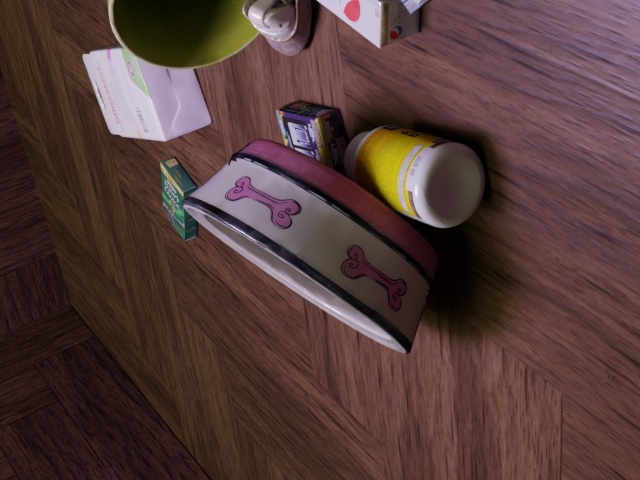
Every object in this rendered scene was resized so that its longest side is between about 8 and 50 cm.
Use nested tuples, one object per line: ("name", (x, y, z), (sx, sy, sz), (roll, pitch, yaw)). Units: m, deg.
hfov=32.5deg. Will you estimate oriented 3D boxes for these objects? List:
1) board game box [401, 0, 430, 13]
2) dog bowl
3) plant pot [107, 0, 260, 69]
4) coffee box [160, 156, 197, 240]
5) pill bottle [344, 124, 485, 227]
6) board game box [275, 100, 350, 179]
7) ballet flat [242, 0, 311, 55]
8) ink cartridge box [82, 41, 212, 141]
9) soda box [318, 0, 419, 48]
("board game box", (0.149, -0.346, 1.209), (0.194, 0.194, 0.060), (52, 158, -6))
("dog bowl", (0.000, 0.000, 1.656), (0.408, 0.150, 0.408), (33, 174, 4))
("plant pot", (-0.242, -0.482, 1.802), (0.275, 0.274, 0.293), (98, 155, -51))
("coffee box", (-0.335, -0.097, 2.597), (0.113, 0.040, 0.184), (52, 153, 28))
("pill bottle", (0.124, -0.096, 1.540), (0.215, 0.117, 0.117), (25, 135, 55))
("board game box", (-0.003, -0.143, 1.850), (0.141, 0.048, 0.170), (21, 132, 55))
("ballet flat", (-0.073, -0.390, 1.656), (0.107, 0.106, 0.316), (22, 140, 18))
("ink cartridge box", (-0.382, -0.332, 2.369), (0.353, 0.119, 0.207), (14, 126, 60))
("soda box", (0.047, -0.352, 1.515), (0.216, 0.069, 0.074), (45, 149, 38))
